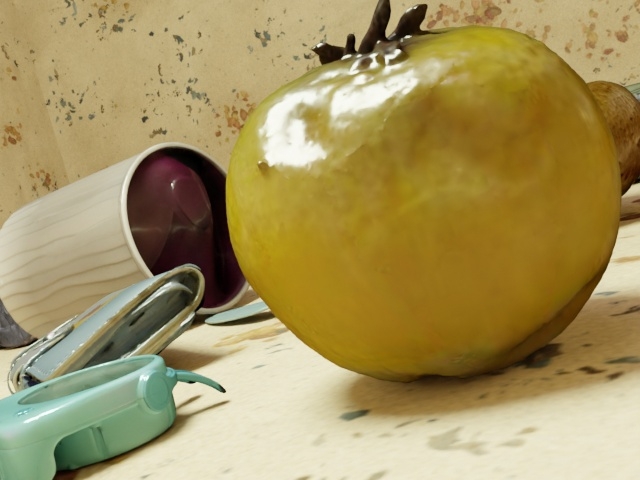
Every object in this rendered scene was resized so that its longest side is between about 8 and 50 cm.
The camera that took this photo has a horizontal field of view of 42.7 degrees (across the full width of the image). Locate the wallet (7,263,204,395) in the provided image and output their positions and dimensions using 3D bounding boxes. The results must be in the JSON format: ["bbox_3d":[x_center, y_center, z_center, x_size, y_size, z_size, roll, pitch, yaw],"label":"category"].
[{"bbox_3d":[-0.198,0.093,0.742,0.170,0.069,0.231,-37,10,-25],"label":"wallet"}]

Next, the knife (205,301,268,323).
[{"bbox_3d":[-0.047,0.067,0.850,0.260,0.034,0.063,-21,7,40],"label":"knife"}]

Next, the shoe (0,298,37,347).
[{"bbox_3d":[-0.474,0.116,1.339,0.245,0.095,0.137,-21,2,40],"label":"shoe"}]

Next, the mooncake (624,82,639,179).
[{"bbox_3d":[0.450,-0.157,1.198,0.254,0.136,0.250,-15,0,6],"label":"mooncake"}]

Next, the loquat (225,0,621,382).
[{"bbox_3d":[0.053,-0.027,0.457,0.213,0.213,0.213,-16,4,1],"label":"loquat"}]

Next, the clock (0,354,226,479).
[{"bbox_3d":[-0.133,0.103,0.508,0.147,0.045,0.108,-17,5,-35],"label":"clock"}]

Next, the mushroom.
[{"bbox_3d":[0.227,-0.082,0.878,0.253,0.153,0.253,-18,5,2],"label":"mushroom"}]

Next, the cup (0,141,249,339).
[{"bbox_3d":[-0.229,0.006,1.051,0.273,0.208,0.288,-16,4,31],"label":"cup"}]
